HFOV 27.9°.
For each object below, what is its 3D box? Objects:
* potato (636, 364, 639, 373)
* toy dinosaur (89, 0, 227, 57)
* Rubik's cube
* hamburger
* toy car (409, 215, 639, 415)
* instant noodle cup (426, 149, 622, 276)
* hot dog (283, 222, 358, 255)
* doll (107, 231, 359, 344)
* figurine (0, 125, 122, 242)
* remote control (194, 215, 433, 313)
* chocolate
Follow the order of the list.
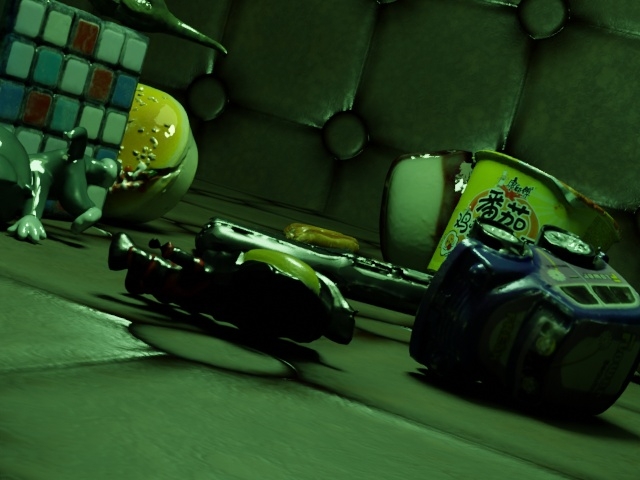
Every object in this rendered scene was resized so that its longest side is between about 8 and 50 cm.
[{"bbox_3d":[0.542,0.147,1.827,0.173,0.140,0.300,13,5,41],"label":"potato"},{"bbox_3d":[-0.249,-0.299,1.803,0.187,0.087,0.179,-12,64,-51],"label":"toy dinosaur"},{"bbox_3d":[-0.456,-0.203,1.786,0.292,0.287,0.293,19,5,31],"label":"Rubik's cube"},{"bbox_3d":[-0.329,-0.146,1.991,0.295,0.227,0.151,14,-20,34],"label":"hamburger"},{"bbox_3d":[0.216,0.089,1.303,0.235,0.172,0.158,8,22,-35],"label":"toy car"},{"bbox_3d":[0.295,0.013,1.953,0.264,0.200,0.264,32,-4,2],"label":"instant noodle cup"},{"bbox_3d":[0.000,0.000,2.453,0.165,0.045,0.071,12,7,-40],"label":"hot dog"},{"bbox_3d":[-0.080,0.045,1.240,0.248,0.088,0.127,13,3,21],"label":"doll"},{"bbox_3d":[-0.352,-0.075,1.530,0.265,0.140,0.193,-12,36,-26],"label":"figurine"},{"bbox_3d":[0.016,0.039,1.855,0.398,0.062,0.144,16,3,-6],"label":"remote control"},{"bbox_3d":[0.206,-0.030,2.437,0.186,0.284,0.283,-5,1,8],"label":"chocolate"}]
